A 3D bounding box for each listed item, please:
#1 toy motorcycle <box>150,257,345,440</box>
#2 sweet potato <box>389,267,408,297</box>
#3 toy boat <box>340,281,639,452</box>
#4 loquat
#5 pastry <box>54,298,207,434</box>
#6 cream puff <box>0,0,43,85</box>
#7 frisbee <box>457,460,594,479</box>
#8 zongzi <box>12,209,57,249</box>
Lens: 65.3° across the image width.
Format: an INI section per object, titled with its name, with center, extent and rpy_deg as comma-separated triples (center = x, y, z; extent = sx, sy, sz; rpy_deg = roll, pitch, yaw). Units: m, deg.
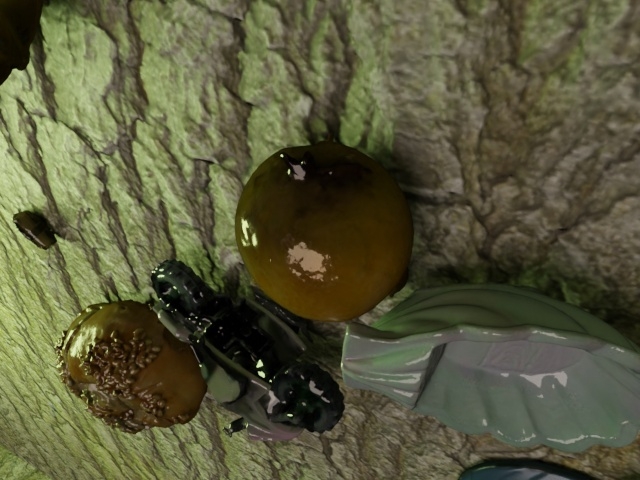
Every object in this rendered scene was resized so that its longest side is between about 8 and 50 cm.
[toy motorcycle]
center = -0.117, 0.167, 0.701
extent = 0.327, 0.143, 0.188
rpy_deg = 35, 137, 14
[sweet potato]
center = 0.083, 0.019, 0.534
extent = 0.026, 0.026, 0.115
rpy_deg = 15, 129, 22
[toy boat]
center = 0.167, 0.113, 0.478
extent = 0.290, 0.100, 0.200
rpy_deg = 7, 135, 7
[loquat]
center = 0.000, 0.000, 0.477
extent = 0.172, 0.149, 0.205
rpy_deg = 30, 133, 22
[pastry]
center = -0.349, 0.234, 0.891
extent = 0.310, 0.162, 0.255
rpy_deg = -17, 112, 39
[cream puff]
center = -0.418, -0.247, 0.440
extent = 0.275, 0.378, 0.378
rpy_deg = 43, 136, -6
[frisbee]
center = 0.320, 0.409, 0.677
extent = 0.289, 0.049, 0.290
rpy_deg = 18, 133, 20
[zongzi]
center = -0.508, -0.017, 0.880
extent = 0.083, 0.040, 0.076
rpy_deg = -2, 130, 48
